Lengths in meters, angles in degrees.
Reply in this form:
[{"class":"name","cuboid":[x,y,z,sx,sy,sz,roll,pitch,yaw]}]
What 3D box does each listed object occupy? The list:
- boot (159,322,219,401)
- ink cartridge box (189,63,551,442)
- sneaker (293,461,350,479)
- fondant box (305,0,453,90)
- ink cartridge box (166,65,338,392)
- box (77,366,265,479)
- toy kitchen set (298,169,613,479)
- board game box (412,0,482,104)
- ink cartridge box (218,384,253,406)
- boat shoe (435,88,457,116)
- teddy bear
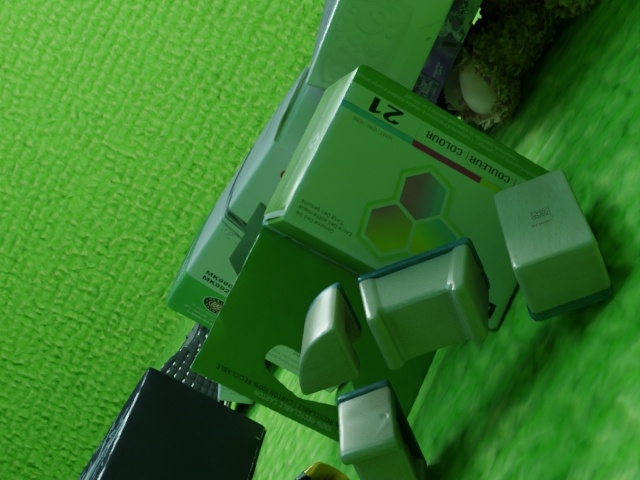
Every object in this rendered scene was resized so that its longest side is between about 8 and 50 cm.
[{"class":"boot","cuboid":[-0.226,0.254,1.864,0.338,0.118,0.222,-58,-2,-39]},{"class":"ink cartridge box","cuboid":[0.043,0.027,0.788,0.255,0.189,0.097,-64,11,-9]},{"class":"sneaker","cuboid":[-0.014,0.238,0.766,0.092,0.088,0.225,-58,10,12]},{"class":"fondant box","cuboid":[0.083,-0.302,0.962,0.330,0.096,0.238,-83,14,-55]},{"class":"ink cartridge box","cuboid":[0.000,0.000,1.014,0.289,0.211,0.121,-52,12,47]},{"class":"box","cuboid":[-0.249,0.397,1.275,0.343,0.179,0.312,-55,10,32]},{"class":"toy kitchen set","cuboid":[0.104,0.077,0.707,0.207,0.166,0.122,-20,22,13]},{"class":"board game box","cuboid":[0.113,-0.219,1.074,0.208,0.056,0.347,-89,19,-56]},{"class":"ink cartridge box","cuboid":[-0.117,0.179,1.604,0.275,0.060,0.239,-83,-1,-67]},{"class":"boat shoe","cuboid":[0.123,-0.195,1.278,0.258,0.109,0.089,-141,74,-82]},{"class":"teddy bear","cuboid":[0.220,-0.269,1.040,0.245,0.113,0.338,140,150,-80]}]
